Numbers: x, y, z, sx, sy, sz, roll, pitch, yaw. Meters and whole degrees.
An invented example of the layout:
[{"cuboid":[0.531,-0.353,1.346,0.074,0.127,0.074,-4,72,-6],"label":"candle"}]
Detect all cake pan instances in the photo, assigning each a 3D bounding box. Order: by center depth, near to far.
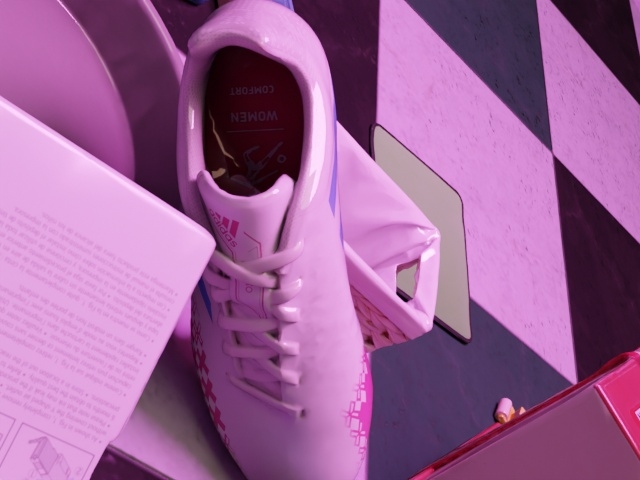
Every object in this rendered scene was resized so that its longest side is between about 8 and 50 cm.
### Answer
[{"cuboid":[-0.192,-0.101,0.712,0.293,0.054,0.293,35,41,-37],"label":"cake pan"}]

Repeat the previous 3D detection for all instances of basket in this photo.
[{"cuboid":[0.000,0.000,0.869,0.167,0.103,0.113,45,36,-28],"label":"basket"}]

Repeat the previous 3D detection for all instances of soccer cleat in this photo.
[{"cuboid":[-0.039,0.020,0.709,0.143,0.116,0.331,-54,138,-78],"label":"soccer cleat"}]

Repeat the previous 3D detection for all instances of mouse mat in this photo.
[{"cuboid":[0.096,-0.009,1.108,0.152,0.007,0.189,37,39,-36],"label":"mouse mat"}]

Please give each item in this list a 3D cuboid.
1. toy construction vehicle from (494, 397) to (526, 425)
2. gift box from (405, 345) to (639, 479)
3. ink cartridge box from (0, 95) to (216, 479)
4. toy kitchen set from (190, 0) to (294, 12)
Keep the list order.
[{"cuboid":[0.196,0.196,1.072,0.098,0.035,0.086,57,32,-10],"label":"toy construction vehicle"},{"cuboid":[0.184,0.245,0.803,0.255,0.258,0.276,-4,63,-57],"label":"gift box"},{"cuboid":[-0.208,0.038,0.549,0.275,0.060,0.239,35,75,-37],"label":"ink cartridge box"},{"cuboid":[-0.056,-0.234,0.900,0.207,0.166,0.122,17,53,-49],"label":"toy kitchen set"}]
